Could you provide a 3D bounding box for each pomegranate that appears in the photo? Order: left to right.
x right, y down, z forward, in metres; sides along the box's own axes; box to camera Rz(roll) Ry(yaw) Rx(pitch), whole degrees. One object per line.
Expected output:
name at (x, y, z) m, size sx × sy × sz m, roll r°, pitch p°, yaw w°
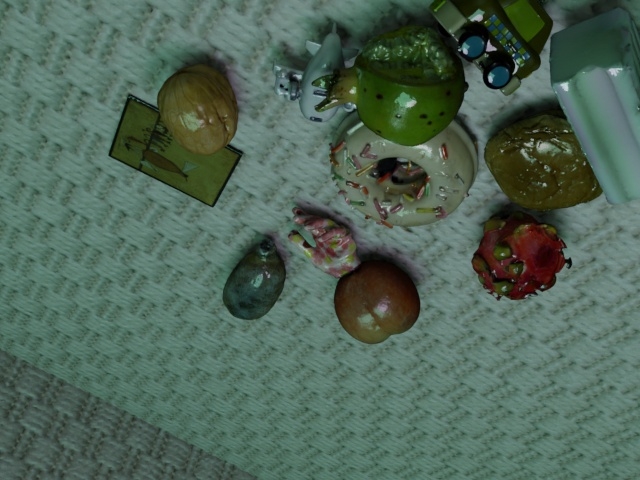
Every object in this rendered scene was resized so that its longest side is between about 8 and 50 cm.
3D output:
pomegranate at (0.152, -0.327, 1.625) m, size 0.340 × 0.260 × 0.260 m, roll -6°, pitch 136°, yaw 3°

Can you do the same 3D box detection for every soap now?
soap at (0.624, -0.249, 1.566) m, size 0.156 × 0.261 × 0.446 m, roll -16°, pitch 131°, yaw 32°

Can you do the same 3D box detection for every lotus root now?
lotus root at (-0.200, 0.133, 2.344) m, size 0.175 × 0.175 × 0.349 m, roll 23°, pitch 139°, yaw -7°

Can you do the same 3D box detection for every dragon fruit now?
dragon fruit at (0.504, 0.058, 1.969) m, size 0.227 × 0.243 × 0.307 m, roll -27°, pitch 129°, yaw -9°

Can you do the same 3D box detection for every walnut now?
walnut at (-0.295, -0.316, 1.857) m, size 0.195 × 0.195 × 0.222 m, roll 0°, pitch 135°, yaw 19°

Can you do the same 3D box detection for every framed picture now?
framed picture at (-0.409, -0.240, 2.116) m, size 0.338 × 0.014 × 0.255 m, roll 27°, pitch 138°, yaw -11°

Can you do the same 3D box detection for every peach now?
peach at (0.159, 0.174, 2.214) m, size 0.252 × 0.252 × 0.252 m, roll 10°, pitch 138°, yaw 9°

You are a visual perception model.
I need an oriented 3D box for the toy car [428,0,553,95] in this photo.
toy car at (0.362, -0.440, 1.537) m, size 0.198 × 0.204 × 0.248 m, roll -42°, pitch 116°, yaw 18°

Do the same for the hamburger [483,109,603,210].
hamburger at (0.525, -0.177, 1.778) m, size 0.265 × 0.134 × 0.285 m, roll -17°, pitch 126°, yaw 31°

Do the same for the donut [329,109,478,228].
donut at (0.198, -0.180, 1.882) m, size 0.382 × 0.142 × 0.383 m, roll 10°, pitch 137°, yaw 9°

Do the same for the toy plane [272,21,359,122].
toy plane at (0.009, -0.377, 1.755) m, size 0.244 × 0.117 × 0.245 m, roll 3°, pitch 142°, yaw 2°

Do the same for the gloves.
gloves at (0.008, -0.006, 2.159) m, size 0.241 × 0.126 × 0.145 m, roll 57°, pitch 150°, yaw -8°
